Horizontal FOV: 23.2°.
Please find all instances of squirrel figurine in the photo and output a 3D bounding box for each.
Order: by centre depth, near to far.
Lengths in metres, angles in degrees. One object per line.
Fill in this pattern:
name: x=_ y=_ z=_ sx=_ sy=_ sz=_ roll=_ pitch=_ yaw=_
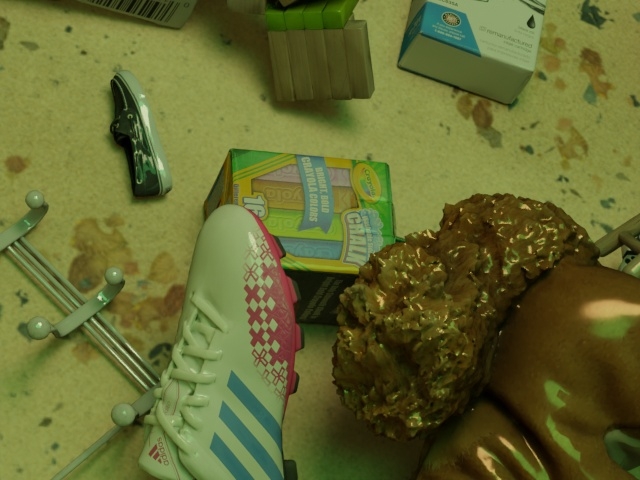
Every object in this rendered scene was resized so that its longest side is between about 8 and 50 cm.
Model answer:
squirrel figurine: x=0.152 y=0.168 z=1.448 sx=0.370 sy=0.281 sz=0.397 roll=-41 pitch=98 yaw=-13

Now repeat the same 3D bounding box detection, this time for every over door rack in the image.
over door rack: x=-0.293 y=0.123 z=1.415 sx=0.239 sy=0.108 sz=0.324 roll=44 pitch=61 yaw=7

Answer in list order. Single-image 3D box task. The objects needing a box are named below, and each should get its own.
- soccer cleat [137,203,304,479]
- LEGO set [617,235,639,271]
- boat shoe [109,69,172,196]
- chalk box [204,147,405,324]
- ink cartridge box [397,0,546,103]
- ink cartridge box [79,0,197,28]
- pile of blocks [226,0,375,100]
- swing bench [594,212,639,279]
soccer cleat: x=-0.095 y=0.137 z=1.387 sx=0.143 sy=0.116 sz=0.331 roll=-10 pitch=103 yaw=-36
LEGO set: x=0.422 y=0.021 z=1.703 sx=0.227 sy=0.087 sz=0.093 roll=4 pitch=60 yaw=-6
boat shoe: x=-0.191 y=-0.109 z=1.594 sx=0.040 sy=0.049 sz=0.142 roll=-15 pitch=72 yaw=-23
chalk box: x=0.000 y=0.000 z=1.553 sx=0.213 sy=0.132 sz=0.132 roll=5 pitch=64 yaw=-16
ink cartridge box: x=0.179 y=-0.269 z=1.769 sx=0.140 sy=0.082 sz=0.190 roll=18 pitch=63 yaw=-9
ink cartridge box: x=-0.270 y=-0.440 z=1.687 sx=0.308 sy=0.091 sz=0.385 roll=12 pitch=59 yaw=-21
pile of blocks: x=-0.045 y=-0.311 z=1.618 sx=0.362 sy=0.149 sz=0.112 roll=56 pitch=31 yaw=-21
swing bench: x=0.457 y=0.038 z=1.561 sx=0.255 sy=0.165 sz=0.253 roll=-38 pitch=100 yaw=4
